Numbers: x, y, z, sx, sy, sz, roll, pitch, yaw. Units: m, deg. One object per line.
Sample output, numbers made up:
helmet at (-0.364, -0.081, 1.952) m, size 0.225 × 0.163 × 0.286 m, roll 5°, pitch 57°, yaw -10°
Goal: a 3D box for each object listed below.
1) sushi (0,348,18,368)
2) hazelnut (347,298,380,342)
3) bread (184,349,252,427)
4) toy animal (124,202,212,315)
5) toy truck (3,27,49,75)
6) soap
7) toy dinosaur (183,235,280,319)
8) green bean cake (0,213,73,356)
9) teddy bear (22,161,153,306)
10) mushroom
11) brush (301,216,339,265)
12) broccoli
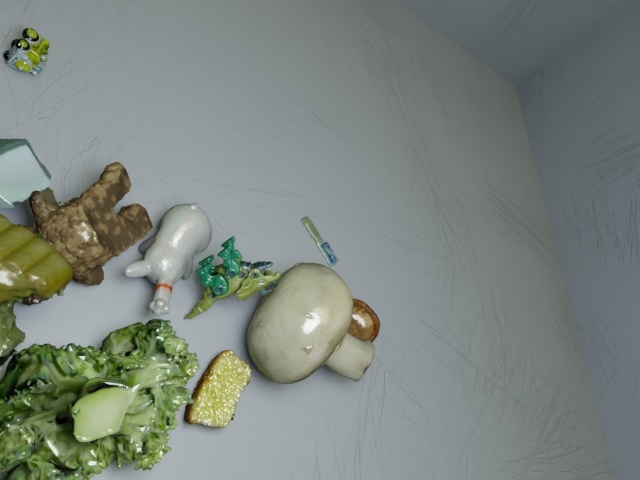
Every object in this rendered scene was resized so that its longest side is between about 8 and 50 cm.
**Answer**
sushi at (-0.751, 0.208, 0.748) m, size 0.320 × 0.069 × 0.339 m, roll 43°, pitch 48°, yaw -12°
hazelnut at (0.103, 0.233, 1.364) m, size 0.150 × 0.150 × 0.150 m, roll 18°, pitch 58°, yaw -31°
bread at (-0.236, 0.349, 1.085) m, size 0.103 × 0.065 × 0.187 m, roll 36°, pitch 49°, yaw -20°
toy animal at (-0.361, 0.042, 1.105) m, size 0.141 × 0.138 × 0.282 m, roll 30°, pitch 59°, yaw -13°
toy truck at (-0.701, -0.448, 1.132) m, size 0.077 × 0.076 × 0.111 m, roll 39°, pitch 47°, yaw -43°
soap at (-0.628, -0.136, 0.911) m, size 0.145 × 0.231 × 0.091 m, roll -50°, pitch 135°, yaw -42°
toy dinosaur at (-0.234, 0.098, 1.108) m, size 0.153 × 0.259 × 0.094 m, roll 60°, pitch 7°, yaw -18°
green bean cake at (-0.590, 0.081, 0.813) m, size 0.233 × 0.236 × 0.124 m, roll 39°, pitch 18°, yaw -17°
teddy bear at (-0.523, -0.013, 0.995) m, size 0.296 × 0.223 × 0.246 m, roll -83°, pitch 159°, yaw -57°
mushroom at (-0.003, 0.230, 1.177) m, size 0.336 × 0.314 × 0.314 m, roll 34°, pitch 51°, yaw -20°
brush at (0.000, 0.000, 1.474) m, size 0.033 × 0.030 × 0.178 m, roll -32°, pitch 89°, yaw -33°
broccoli at (-0.408, 0.305, 0.845) m, size 0.339 × 0.317 × 0.277 m, roll -11°, pitch 86°, yaw -1°
